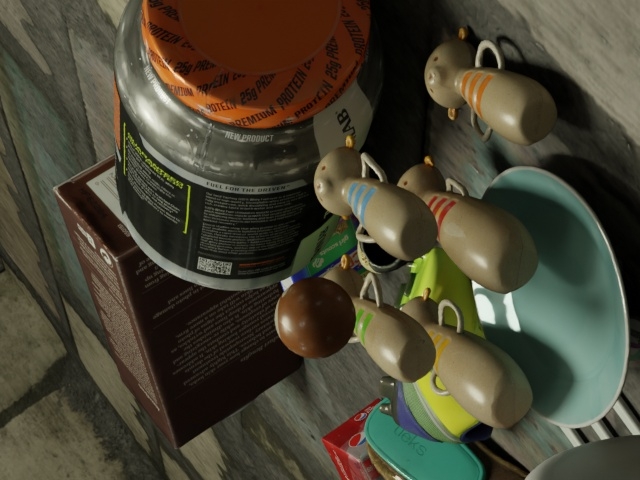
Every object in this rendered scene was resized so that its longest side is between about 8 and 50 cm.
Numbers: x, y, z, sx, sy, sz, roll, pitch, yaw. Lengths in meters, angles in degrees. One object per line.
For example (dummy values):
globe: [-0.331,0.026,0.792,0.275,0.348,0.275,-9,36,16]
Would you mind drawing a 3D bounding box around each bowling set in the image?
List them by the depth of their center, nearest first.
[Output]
bowling set: [0.041,0.001,1.121,0.154,0.200,0.287,40,132,54]

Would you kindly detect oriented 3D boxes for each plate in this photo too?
plate: [0.164,0.038,1.128,0.188,0.024,0.188,37,133,53]

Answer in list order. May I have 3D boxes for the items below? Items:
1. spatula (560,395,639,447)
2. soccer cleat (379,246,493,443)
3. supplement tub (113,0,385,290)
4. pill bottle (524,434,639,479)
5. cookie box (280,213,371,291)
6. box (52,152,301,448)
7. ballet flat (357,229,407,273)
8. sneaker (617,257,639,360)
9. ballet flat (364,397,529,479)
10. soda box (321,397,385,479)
spatula: [0.224,0.156,1.297,0.242,0.019,0.168,54,163,8]
soccer cleat: [0.117,0.093,1.384,0.121,0.093,0.289,17,152,10]
supplement tub: [-0.062,-0.105,1.292,0.207,0.207,0.338,53,162,13]
pill bottle: [0.236,0.327,1.055,0.210,0.210,0.362,21,117,62]
cookie box: [0.000,0.000,1.499,0.040,0.092,0.107,42,158,47]
box: [-0.151,0.049,1.826,0.143,0.191,0.381,45,158,34]
ballet flat: [0.056,-0.003,1.410,0.057,0.049,0.173,54,162,4]
sneaker: [0.198,0.032,1.128,0.098,0.038,0.069,42,152,29]
ballet flat: [0.167,0.270,1.524,0.342,0.116,0.124,39,175,45]
soda box: [0.103,0.308,1.769,0.092,0.083,0.263,20,139,60]
